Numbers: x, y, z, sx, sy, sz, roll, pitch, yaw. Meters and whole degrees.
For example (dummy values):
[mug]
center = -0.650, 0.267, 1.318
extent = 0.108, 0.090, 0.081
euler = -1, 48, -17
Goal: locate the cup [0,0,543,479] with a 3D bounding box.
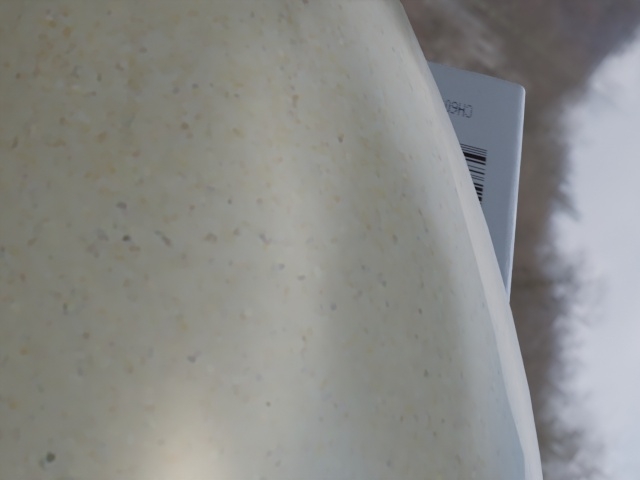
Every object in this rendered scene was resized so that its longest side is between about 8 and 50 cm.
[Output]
[cup]
center = -0.075, 0.029, 0.589
extent = 0.331, 0.331, 0.237
euler = -77, 175, -80

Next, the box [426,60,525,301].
[box]
center = 0.000, 0.000, 0.995
extent = 0.119, 0.181, 0.181
euler = 111, -11, -54
